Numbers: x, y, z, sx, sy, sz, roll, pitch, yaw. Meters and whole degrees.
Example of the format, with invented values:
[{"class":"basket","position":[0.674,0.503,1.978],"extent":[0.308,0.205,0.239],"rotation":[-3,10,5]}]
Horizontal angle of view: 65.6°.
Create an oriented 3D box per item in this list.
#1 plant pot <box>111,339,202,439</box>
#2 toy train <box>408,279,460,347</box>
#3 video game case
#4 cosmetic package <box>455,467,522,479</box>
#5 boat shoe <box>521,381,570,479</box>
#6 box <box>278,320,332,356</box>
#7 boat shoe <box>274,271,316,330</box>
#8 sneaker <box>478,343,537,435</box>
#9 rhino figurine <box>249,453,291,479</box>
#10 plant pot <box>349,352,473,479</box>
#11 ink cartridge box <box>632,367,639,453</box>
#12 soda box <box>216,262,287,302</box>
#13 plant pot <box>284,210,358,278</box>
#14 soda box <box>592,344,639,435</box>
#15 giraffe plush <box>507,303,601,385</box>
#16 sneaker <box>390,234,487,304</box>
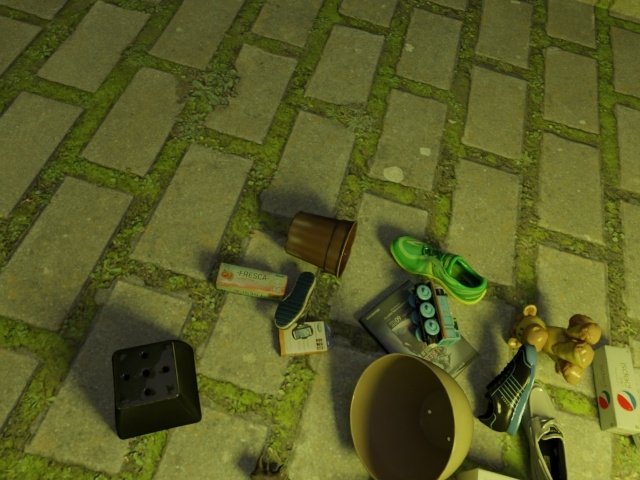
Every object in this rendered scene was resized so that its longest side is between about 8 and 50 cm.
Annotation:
[{"class":"plant pot","position":[-0.379,0.321,1.116],"extent":[0.187,0.167,0.188],"rotation":[-9,63,-13]},{"class":"toy train","position":[0.300,0.195,1.316],"extent":[0.105,0.080,0.184],"rotation":[4,58,-17]},{"class":"video game case","position":[0.263,0.260,1.330],"extent":[0.196,0.026,0.274],"rotation":[-34,70,-24]},{"class":"cosmetic package","position":[0.410,0.642,1.069],"extent":[0.223,0.138,0.225],"rotation":[16,61,1]},{"class":"boat shoe","position":[0.550,0.476,1.213],"extent":[0.096,0.088,0.268],"rotation":[9,60,-3]},{"class":"box","position":[-0.040,0.254,1.286],"extent":[0.136,0.028,0.081],"rotation":[-1,61,-12]},{"class":"boat shoe","position":[-0.058,0.169,1.302],"extent":[0.066,0.066,0.183],"rotation":[18,52,22]},{"class":"sneaker","position":[0.465,0.361,1.233],"extent":[0.090,0.081,0.233],"rotation":[17,86,8]},{"class":"rhino figurine","position":[-0.085,0.582,1.067],"extent":[0.106,0.073,0.243],"rotation":[-19,64,-14]},{"class":"plant pot","position":[0.234,0.408,1.128],"extent":[0.190,0.284,0.284],"rotation":[17,52,-40]},{"class":"ink cartridge box","position":[0.900,0.457,1.312],"extent":[0.188,0.066,0.232],"rotation":[10,39,-3]},{"class":"soda box","position":[-0.182,0.113,1.323],"extent":[0.183,0.063,0.058],"rotation":[12,59,-3]},{"class":"plant pot","position":[0.000,0.000,1.367],"extent":[0.165,0.167,0.167],"rotation":[19,59,11]},{"class":"soda box","position":[0.778,0.393,1.306],"extent":[0.073,0.069,0.216],"rotation":[11,59,-2]},{"class":"giraffe plush","position":[0.595,0.254,1.298],"extent":[0.170,0.210,0.182],"rotation":[22,84,10]},{"class":"sneaker","position":[0.338,0.062,1.395],"extent":[0.295,0.124,0.109],"rotation":[31,61,10]}]
